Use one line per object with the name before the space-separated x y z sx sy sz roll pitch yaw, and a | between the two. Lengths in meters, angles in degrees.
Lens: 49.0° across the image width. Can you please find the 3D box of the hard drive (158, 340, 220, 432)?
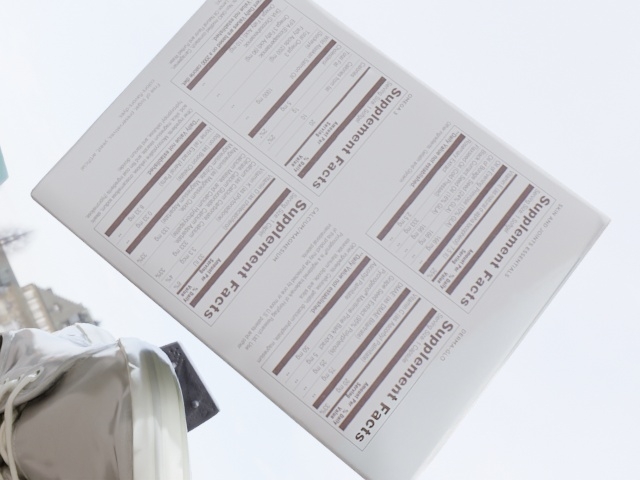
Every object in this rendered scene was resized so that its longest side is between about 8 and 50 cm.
hard drive | -0.326 0.295 1.268 0.171 0.255 0.054 61 4 -11

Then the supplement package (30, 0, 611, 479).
supplement package | 0.000 0.000 0.480 0.263 0.198 0.199 38 -8 7

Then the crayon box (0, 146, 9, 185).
crayon box | -0.521 -0.182 0.654 0.106 0.363 0.312 -83 173 -60

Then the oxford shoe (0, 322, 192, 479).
oxford shoe | -0.198 0.149 0.541 0.449 0.130 0.169 3 -88 62
